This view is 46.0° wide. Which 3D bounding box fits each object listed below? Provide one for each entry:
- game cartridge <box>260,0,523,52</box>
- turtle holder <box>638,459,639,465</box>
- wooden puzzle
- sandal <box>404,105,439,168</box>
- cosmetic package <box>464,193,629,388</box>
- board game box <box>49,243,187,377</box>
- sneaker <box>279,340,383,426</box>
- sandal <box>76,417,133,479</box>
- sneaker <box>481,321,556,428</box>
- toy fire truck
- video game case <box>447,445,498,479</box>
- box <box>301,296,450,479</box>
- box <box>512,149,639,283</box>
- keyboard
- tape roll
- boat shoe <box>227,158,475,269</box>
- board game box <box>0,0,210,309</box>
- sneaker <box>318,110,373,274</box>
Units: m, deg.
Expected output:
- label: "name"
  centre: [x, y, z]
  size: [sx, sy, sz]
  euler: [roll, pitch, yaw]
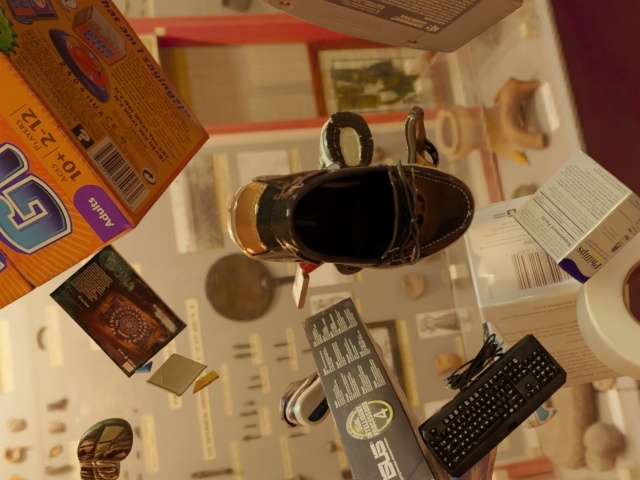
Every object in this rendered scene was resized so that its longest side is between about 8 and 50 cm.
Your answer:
- label: "game cartridge"
  centre: [0.067, -0.294, 0.851]
  size: [0.196, 0.295, 0.060]
  euler: [152, 124, -61]
- label: "turtle holder"
  centre: [0.663, 0.359, 1.195]
  size: [0.227, 0.243, 0.320]
  euler: [39, 130, 24]
- label: "wooden puzzle"
  centre: [-0.215, 0.203, 1.132]
  size: [0.116, 0.079, 0.014]
  euler: [20, 132, 34]
- label: "sandal"
  centre: [0.223, -0.184, 1.609]
  size: [0.090, 0.060, 0.219]
  euler: [-54, -35, -48]
- label: "cosmetic package"
  centre: [0.556, 0.130, 1.870]
  size: [0.327, 0.330, 0.393]
  euler: [-92, -15, -44]
- label: "board game box"
  centre: [-0.325, 0.113, 1.220]
  size: [0.186, 0.126, 0.026]
  euler: [49, 175, -9]
- label: "sneaker"
  centre: [0.008, 0.254, 1.377]
  size: [0.121, 0.217, 0.079]
  euler: [-17, 105, 56]
- label: "sandal"
  centre: [-0.519, 0.490, 1.791]
  size: [0.302, 0.120, 0.086]
  euler: [120, 152, -46]
- label: "sneaker"
  centre: [0.411, 0.274, 1.582]
  size: [0.237, 0.086, 0.085]
  euler: [64, -179, 14]
- label: "toy fire truck"
  centre: [0.000, 0.000, 1.531]
  size: [0.158, 0.246, 0.217]
  euler: [45, -160, -31]
- label: "video game case"
  centre: [0.249, 0.518, 1.473]
  size: [0.061, 0.270, 0.244]
  euler: [23, 129, 33]
- label: "box"
  centre: [0.112, 0.304, 1.026]
  size: [0.318, 0.097, 0.395]
  euler: [63, -179, -29]
- label: "box"
  centre: [0.366, -0.034, 1.057]
  size: [0.137, 0.072, 0.126]
  euler: [-47, 36, 15]
- label: "keyboard"
  centre: [0.197, 0.181, 0.886]
  size: [0.100, 0.192, 0.038]
  euler: [48, 163, 17]
- label: "tape roll"
  centre: [0.552, 0.103, 1.232]
  size: [0.169, 0.246, 0.246]
  euler: [48, -151, -69]
- label: "boat shoe"
  centre: [0.093, -0.039, 1.238]
  size: [0.156, 0.501, 0.186]
  euler: [3, 95, 52]
- label: "board game box"
  centre: [-0.442, -0.151, 1.080]
  size: [0.356, 0.357, 0.356]
  euler: [55, -159, -17]
- label: "sneaker"
  centre: [0.061, -0.114, 1.941]
  size: [0.182, 0.158, 0.409]
  euler: [161, 109, -71]
